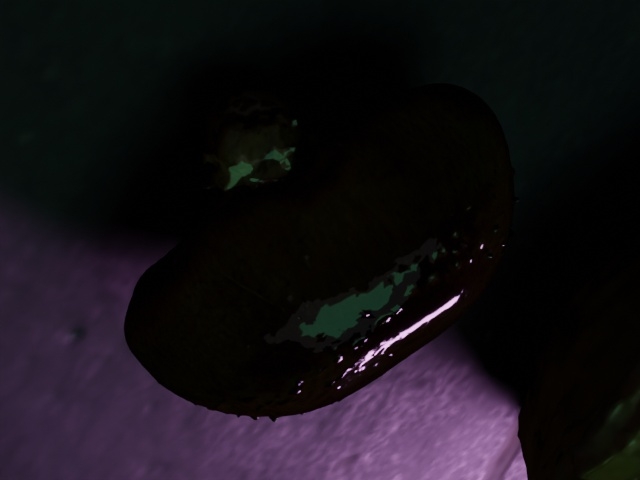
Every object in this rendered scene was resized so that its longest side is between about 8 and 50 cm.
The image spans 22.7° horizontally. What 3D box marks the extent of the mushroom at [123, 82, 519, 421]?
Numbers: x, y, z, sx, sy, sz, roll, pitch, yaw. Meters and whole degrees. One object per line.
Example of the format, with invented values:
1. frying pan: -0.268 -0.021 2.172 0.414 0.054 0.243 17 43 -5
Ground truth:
1. mushroom: 0.000 0.000 0.472 0.127 0.087 0.127 -32 171 -6

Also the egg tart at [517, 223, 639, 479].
1. egg tart: 0.191 0.069 0.695 0.341 0.132 0.341 -28 148 -19
